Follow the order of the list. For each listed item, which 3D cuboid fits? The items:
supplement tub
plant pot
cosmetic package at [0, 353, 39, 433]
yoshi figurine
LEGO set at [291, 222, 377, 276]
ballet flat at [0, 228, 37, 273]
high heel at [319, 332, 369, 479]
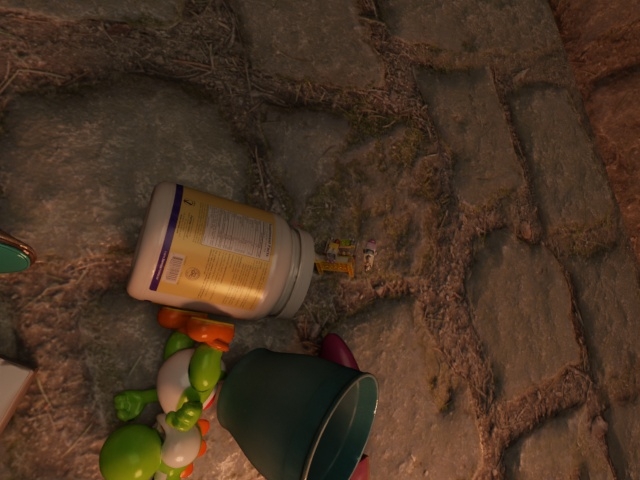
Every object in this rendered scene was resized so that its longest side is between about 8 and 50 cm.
[{"bbox_3d":[-0.203,0.034,0.927,0.331,0.241,0.241,16,72,-23],"label":"supplement tub"},{"bbox_3d":[-0.057,0.348,0.897,0.271,0.255,0.272,-33,131,-48],"label":"plant pot"},{"bbox_3d":[-0.602,0.305,0.746,0.127,0.107,0.238,30,64,-16],"label":"cosmetic package"},{"bbox_3d":[-0.303,0.314,0.848,0.202,0.203,0.363,13,84,-3],"label":"yoshi figurine"},{"bbox_3d":[0.000,0.000,1.119,0.286,0.132,0.107,18,52,2],"label":"LEGO set"},{"bbox_3d":[-0.675,-0.012,0.781,0.315,0.108,0.106,7,42,-26],"label":"ballet flat"},{"bbox_3d":[0.013,0.412,1.011,0.181,0.127,0.378,-9,86,-39],"label":"high heel"}]
